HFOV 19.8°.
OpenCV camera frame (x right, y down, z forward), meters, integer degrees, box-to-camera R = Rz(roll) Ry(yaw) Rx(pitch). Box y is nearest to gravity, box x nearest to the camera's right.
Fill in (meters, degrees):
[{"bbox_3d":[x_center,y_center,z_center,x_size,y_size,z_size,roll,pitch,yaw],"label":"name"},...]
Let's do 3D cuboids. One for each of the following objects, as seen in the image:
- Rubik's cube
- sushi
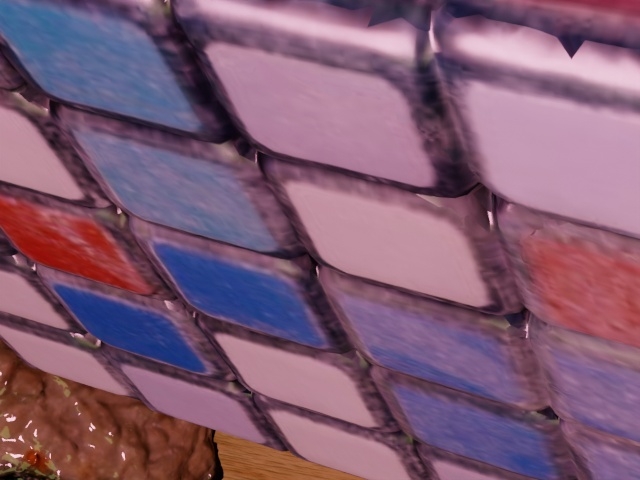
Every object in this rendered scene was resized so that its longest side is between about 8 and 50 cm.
[{"bbox_3d":[0.035,-0.105,0.517,0.286,0.292,0.293,15,159,24],"label":"Rubik's cube"},{"bbox_3d":[-0.230,0.099,1.408,0.350,0.211,0.171,27,155,-22],"label":"sushi"}]
